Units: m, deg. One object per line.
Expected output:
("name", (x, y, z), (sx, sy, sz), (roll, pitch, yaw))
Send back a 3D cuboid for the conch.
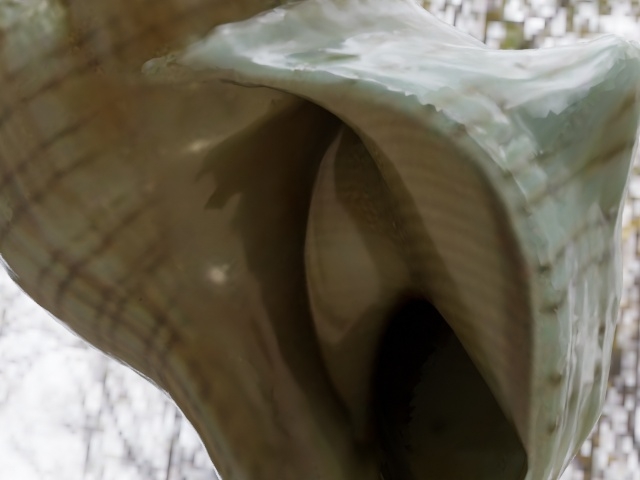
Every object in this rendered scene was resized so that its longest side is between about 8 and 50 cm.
("conch", (0.008, -0.007, 0.565), (0.203, 0.169, 0.386), (-23, -81, 47))
